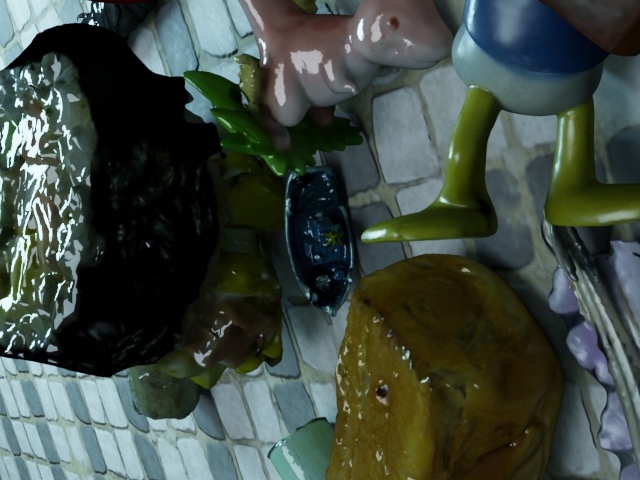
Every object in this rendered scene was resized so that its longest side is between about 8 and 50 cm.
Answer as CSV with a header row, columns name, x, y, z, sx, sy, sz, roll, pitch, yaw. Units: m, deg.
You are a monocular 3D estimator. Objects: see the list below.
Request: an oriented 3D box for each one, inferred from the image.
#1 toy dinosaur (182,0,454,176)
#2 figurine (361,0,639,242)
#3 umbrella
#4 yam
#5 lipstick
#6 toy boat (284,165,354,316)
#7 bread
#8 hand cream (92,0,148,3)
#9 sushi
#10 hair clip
name,x,y,z,sx,sy,sz,roll,pitch,yaw
toy dinosaur,-0.009,-0.145,0.900,0.194,0.152,0.177,45,134,25
figurine,0.116,-0.174,0.635,0.283,0.204,0.338,167,97,-85
umbrella,-0.218,-0.245,1.256,0.066,0.059,0.235,48,147,-5
yam,-0.193,0.100,1.384,0.093,0.093,0.259,33,134,46
lipstick,0.053,0.308,1.126,0.304,0.076,0.076,55,147,25
toy boat,0.000,0.000,1.041,0.061,0.060,0.137,-130,33,-69
bread,0.092,0.165,0.920,0.167,0.132,0.294,40,140,41
hand cream,-0.185,-0.311,1.032,0.193,0.193,0.125,51,144,29
sushi,-0.178,-0.022,1.135,0.328,0.285,0.329,-5,82,54
hair clip,0.210,0.109,0.757,0.106,0.084,0.292,-41,67,63
